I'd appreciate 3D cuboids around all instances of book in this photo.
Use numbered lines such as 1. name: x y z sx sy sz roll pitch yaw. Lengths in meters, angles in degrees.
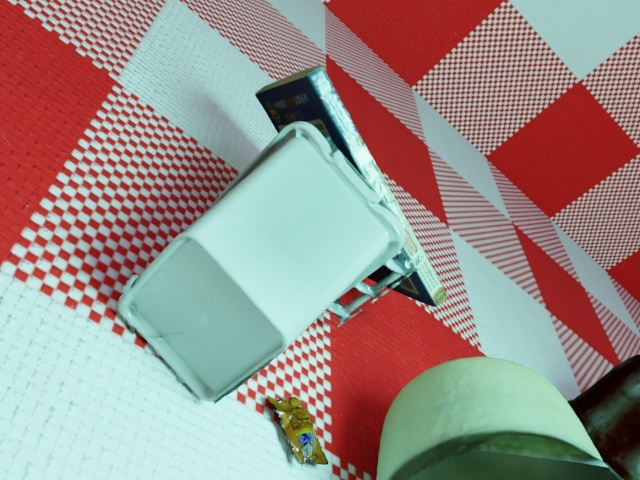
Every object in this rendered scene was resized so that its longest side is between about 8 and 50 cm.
1. book: 0.042 -0.089 1.104 0.428 0.039 0.300 59 -14 -18

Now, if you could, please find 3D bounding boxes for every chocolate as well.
1. chocolate: 0.760 0.427 1.413 0.383 0.331 0.384 42 9 -8
2. chocolate: 0.239 0.313 0.862 0.297 0.325 0.314 -61 152 -60

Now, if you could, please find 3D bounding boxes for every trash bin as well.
1. trash bin: -0.059 0.041 0.872 0.296 0.255 0.368 49 33 -4

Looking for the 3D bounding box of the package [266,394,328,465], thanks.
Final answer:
1. package: -0.029 0.252 0.854 0.077 0.033 0.111 7 44 -41
